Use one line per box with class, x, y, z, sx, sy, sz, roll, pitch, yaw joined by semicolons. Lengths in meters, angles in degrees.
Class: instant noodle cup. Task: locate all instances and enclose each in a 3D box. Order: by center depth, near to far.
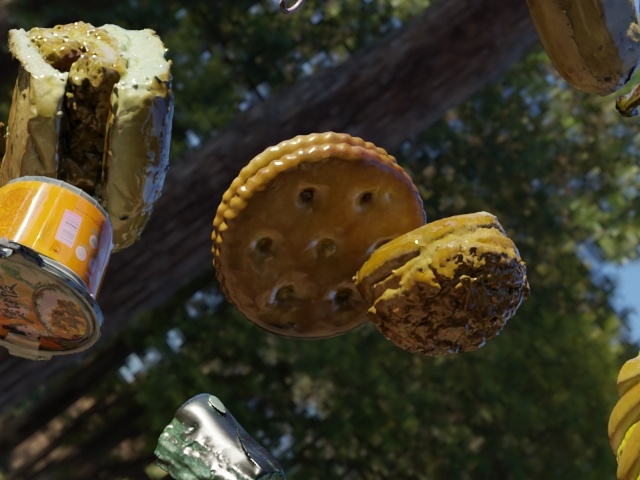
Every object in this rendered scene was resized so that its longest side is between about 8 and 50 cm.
instant noodle cup;-0.285;0.016;1.611;0.177;0.125;0.208;23;-34;-9

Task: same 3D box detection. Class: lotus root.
lotus root;0.395;-0.358;2.431;0.146;0.160;0.284;-6;-65;38

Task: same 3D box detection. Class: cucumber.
cucumber;-0.114;0.235;1.808;0.115;0.086;0.193;7;22;-42

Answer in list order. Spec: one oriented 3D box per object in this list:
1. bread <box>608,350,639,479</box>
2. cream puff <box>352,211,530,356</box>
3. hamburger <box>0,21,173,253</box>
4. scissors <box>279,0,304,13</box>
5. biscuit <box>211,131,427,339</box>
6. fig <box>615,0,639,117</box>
bread;0.292;0.125;1.082;0.213;0.213;0.105;41;-15;42
cream puff;0.116;0.047;1.478;0.165;0.150;0.115;134;-54;-63
hamburger;-0.298;-0.121;1.942;0.318;0.195;0.277;-123;-140;-61
scissors;-0.005;-0.377;2.103;0.022;0.176;0.085;25;-24;36
biscuit;0.000;0.000;1.561;0.220;0.220;0.066;61;-4;-31
fig;0.408;-0.214;1.651;0.190;0.190;0.290;47;-15;23
